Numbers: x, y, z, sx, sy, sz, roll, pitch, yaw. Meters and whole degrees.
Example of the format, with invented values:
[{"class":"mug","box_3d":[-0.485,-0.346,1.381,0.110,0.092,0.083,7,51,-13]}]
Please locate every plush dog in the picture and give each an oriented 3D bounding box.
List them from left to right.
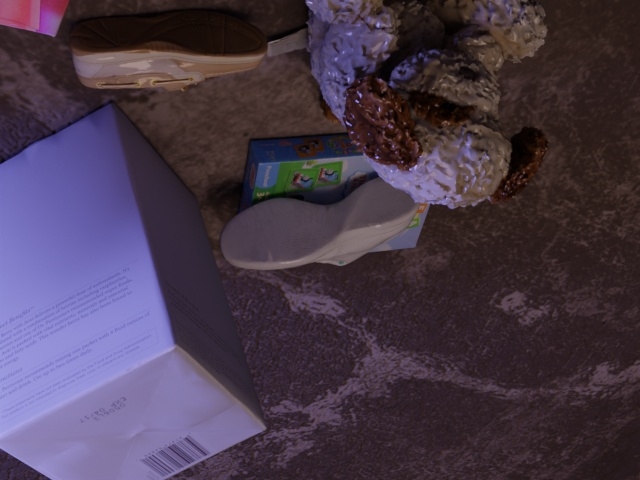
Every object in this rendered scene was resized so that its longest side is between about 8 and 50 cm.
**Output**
[{"class":"plush dog","box_3d":[0.081,-0.122,0.971,0.263,0.225,0.210,9,133,-34]}]

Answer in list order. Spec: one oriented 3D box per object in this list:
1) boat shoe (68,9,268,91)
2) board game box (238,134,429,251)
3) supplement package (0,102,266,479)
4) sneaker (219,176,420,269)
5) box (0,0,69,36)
[{"class":"boat shoe","box_3d":[-0.132,-0.161,0.965,0.170,0.063,0.059,-1,141,-10]},{"class":"board game box","box_3d":[0.019,-0.046,1.188,0.212,0.039,0.160,-7,140,-19]},{"class":"supplement package","box_3d":[-0.193,0.056,1.003,0.178,0.292,0.175,-27,141,8]},{"class":"sneaker","box_3d":[0.000,0.000,1.148,0.212,0.080,0.094,-13,153,-12]},{"class":"box","box_3d":[-0.203,-0.271,0.597,0.142,0.299,0.154,9,132,-30]}]
